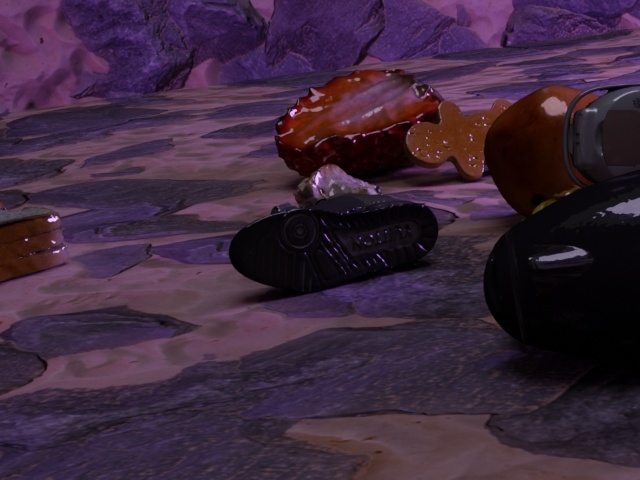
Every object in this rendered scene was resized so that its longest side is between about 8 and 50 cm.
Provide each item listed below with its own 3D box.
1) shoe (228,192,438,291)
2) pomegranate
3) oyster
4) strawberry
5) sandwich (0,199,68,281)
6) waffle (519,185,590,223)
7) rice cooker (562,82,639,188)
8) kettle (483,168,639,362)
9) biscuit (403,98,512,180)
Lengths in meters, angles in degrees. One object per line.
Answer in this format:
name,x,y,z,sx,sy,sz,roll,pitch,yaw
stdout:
shoe,0.000,-0.003,1.819,0.293,0.109,0.149,-8,10,-23
pomegranate,0.338,-0.124,1.975,0.209,0.209,0.209,-5,14,1
oyster,0.038,-0.083,2.166,0.163,0.081,0.191,-12,19,-40
strawberry,0.070,-0.185,2.446,0.336,0.149,0.265,-27,38,-30
sandwich,-0.534,0.001,2.001,0.273,0.095,0.249,9,20,42
waffle,0.436,-0.008,1.719,0.382,0.095,0.379,1,14,16
rice cooker,0.407,-0.125,1.720,0.206,0.145,0.127,2,1,2
kettle,0.319,0.041,1.416,0.290,0.207,0.268,-11,-16,11
biscuit,0.251,-0.169,2.337,0.240,0.158,0.035,-8,-28,-20
